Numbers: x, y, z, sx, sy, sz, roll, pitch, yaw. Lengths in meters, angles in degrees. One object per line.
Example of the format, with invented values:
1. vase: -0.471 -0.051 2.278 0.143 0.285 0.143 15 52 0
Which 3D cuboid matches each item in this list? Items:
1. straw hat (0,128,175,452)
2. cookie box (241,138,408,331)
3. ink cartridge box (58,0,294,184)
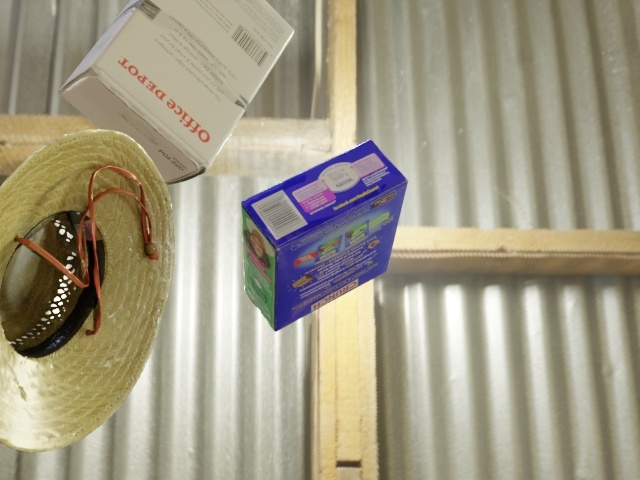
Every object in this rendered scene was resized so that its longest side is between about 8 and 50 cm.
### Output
1. straw hat: -0.130 0.017 0.380 0.061 0.144 0.144 9 -111 24
2. cookie box: 0.000 0.000 0.516 0.092 0.107 0.040 -28 -116 -19
3. ink cartridge box: -0.150 -0.193 0.909 0.158 0.092 0.217 42 -122 -25
